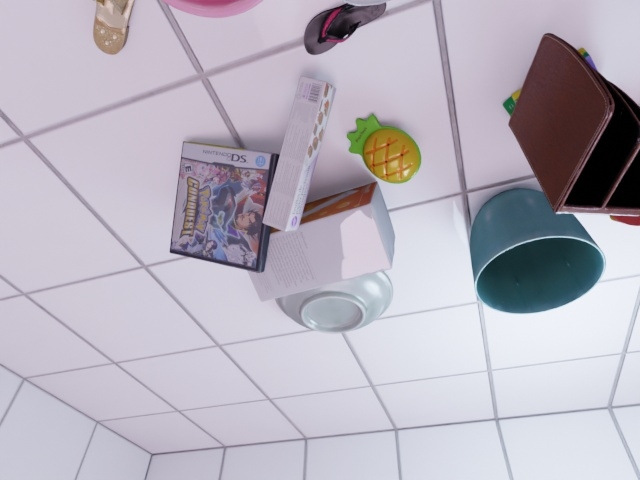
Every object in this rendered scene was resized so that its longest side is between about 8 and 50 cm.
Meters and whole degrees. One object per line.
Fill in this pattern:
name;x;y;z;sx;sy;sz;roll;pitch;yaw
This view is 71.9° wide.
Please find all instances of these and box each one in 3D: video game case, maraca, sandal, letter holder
video game case;-0.229;-0.082;1.039;0.248;0.035;0.275;11;96;17
maraca;0.147;-0.209;1.024;0.185;0.099;0.127;36;122;2
sandal;0.042;-0.418;0.849;0.179;0.040;0.067;-22;131;23
letter holder;0.481;-0.222;0.787;0.151;0.302;0.215;2;134;1
sandal;-0.391;-0.446;0.810;0.088;0.079;0.240;16;134;-14

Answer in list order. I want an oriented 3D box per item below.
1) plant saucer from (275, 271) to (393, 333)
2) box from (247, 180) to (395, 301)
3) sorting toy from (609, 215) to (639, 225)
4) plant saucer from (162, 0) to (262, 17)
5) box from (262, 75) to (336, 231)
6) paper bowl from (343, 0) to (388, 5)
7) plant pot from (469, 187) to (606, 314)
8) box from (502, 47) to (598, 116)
plant saucer;0.041;0.210;1.450;0.399;0.101;0.401;1;136;1
box;0.000;0.000;1.121;0.344;0.215;0.169;-16;107;17
sorting toy;0.904;-0.099;1.121;0.364;0.127;0.126;-10;164;8
plant saucer;-0.192;-0.534;0.688;0.331;0.084;0.332;7;139;6
box;-0.046;-0.182;0.953;0.067;0.063;0.324;20;102;21
paper bowl;0.083;-0.488;0.620;0.284;0.148;0.285;-19;137;-19
plant pot;0.519;0.008;1.126;0.292;0.235;0.293;1;136;1
box;0.496;-0.308;0.943;0.179;0.043;0.105;-32;126;32
